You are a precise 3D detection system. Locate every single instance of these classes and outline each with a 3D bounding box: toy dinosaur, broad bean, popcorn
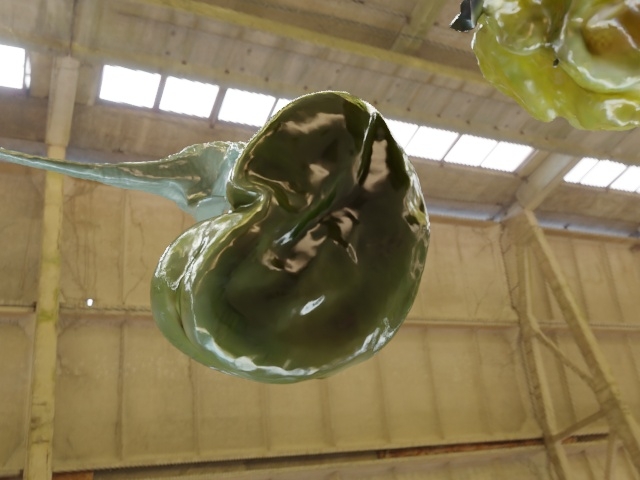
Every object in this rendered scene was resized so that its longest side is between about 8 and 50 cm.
[{"bbox_3d":[-0.113,-0.060,0.596,0.393,0.092,0.205,-6,-169,-18],"label":"toy dinosaur"},{"bbox_3d":[-0.002,0.000,0.377,0.207,0.072,0.153,-43,-70,-25],"label":"broad bean"},{"bbox_3d":[0.214,-0.201,0.446,0.225,0.249,0.249,-6,-123,-26],"label":"popcorn"}]
